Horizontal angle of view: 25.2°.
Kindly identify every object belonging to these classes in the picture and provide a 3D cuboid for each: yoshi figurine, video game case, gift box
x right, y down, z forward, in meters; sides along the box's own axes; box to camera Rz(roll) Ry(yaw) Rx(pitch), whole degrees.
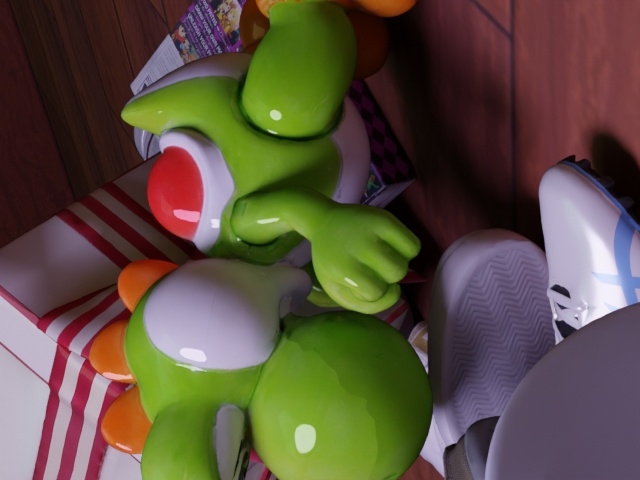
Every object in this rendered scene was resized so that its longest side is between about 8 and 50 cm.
[{"bbox_3d":[0.003,0.004,0.864,0.203,0.362,0.203,-4,156,41],"label":"yoshi figurine"},{"bbox_3d":[-0.047,-0.089,1.142,0.210,0.042,0.232,-44,68,44],"label":"video game case"},{"bbox_3d":[-0.086,0.100,1.042,0.276,0.255,0.258,32,134,15],"label":"gift box"}]

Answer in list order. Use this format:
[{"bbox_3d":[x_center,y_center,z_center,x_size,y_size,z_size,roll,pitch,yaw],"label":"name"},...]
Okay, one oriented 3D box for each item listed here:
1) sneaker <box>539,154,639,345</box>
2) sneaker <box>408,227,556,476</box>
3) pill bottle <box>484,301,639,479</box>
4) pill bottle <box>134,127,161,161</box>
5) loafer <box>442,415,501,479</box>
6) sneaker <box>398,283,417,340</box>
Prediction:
[{"bbox_3d":[0.154,0.071,0.761,0.085,0.086,0.237,33,144,68],"label":"sneaker"},{"bbox_3d":[0.094,0.087,0.966,0.169,0.108,0.292,45,157,49],"label":"sneaker"},{"bbox_3d":[0.173,0.219,0.647,0.224,0.224,0.392,54,162,41],"label":"pill bottle"},{"bbox_3d":[-0.103,-0.074,1.407,0.221,0.121,0.121,46,156,55],"label":"pill bottle"},{"bbox_3d":[0.130,0.194,0.871,0.251,0.087,0.094,49,-157,-42],"label":"loafer"},{"bbox_3d":[-0.001,0.000,1.202,0.271,0.100,0.108,60,160,21],"label":"sneaker"}]
